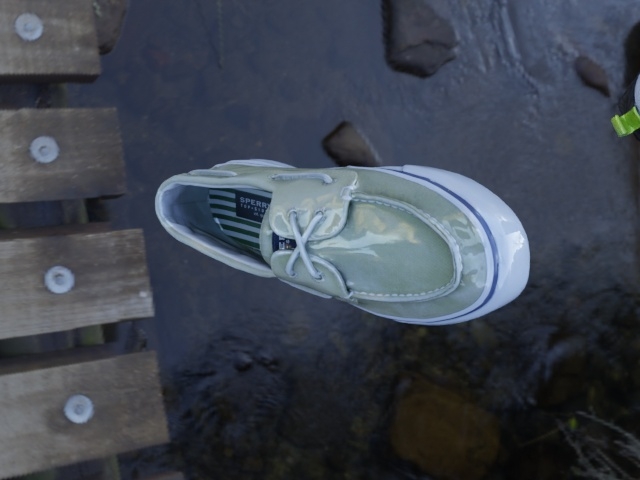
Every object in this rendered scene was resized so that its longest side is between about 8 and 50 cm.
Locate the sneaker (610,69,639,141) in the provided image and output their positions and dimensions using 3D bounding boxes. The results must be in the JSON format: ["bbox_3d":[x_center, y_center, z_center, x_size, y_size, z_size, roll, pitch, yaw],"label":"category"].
[{"bbox_3d":[0.270,-0.120,0.578,0.235,0.097,0.084,-21,80,-24],"label":"sneaker"}]

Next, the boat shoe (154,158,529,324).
[{"bbox_3d":[0.000,0.000,0.657,0.094,0.302,0.109,-13,106,-42],"label":"boat shoe"}]
